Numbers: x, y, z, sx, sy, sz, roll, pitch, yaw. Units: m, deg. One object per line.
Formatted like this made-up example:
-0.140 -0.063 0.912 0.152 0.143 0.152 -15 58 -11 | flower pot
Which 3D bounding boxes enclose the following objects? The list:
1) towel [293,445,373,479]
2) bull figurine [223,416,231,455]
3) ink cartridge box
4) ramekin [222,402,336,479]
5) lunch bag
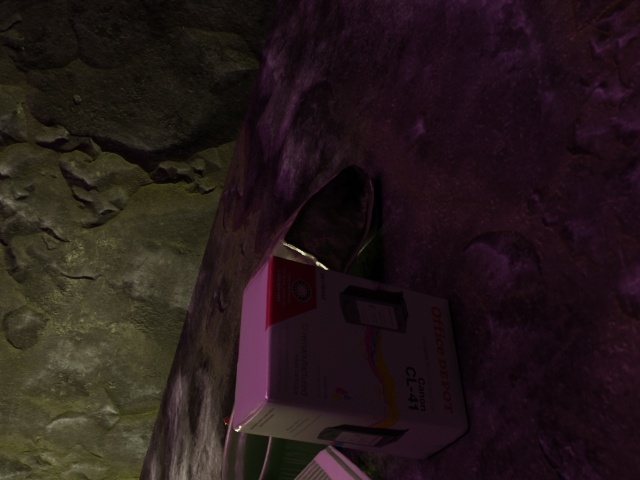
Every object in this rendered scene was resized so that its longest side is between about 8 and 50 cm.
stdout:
-0.037 0.490 1.080 0.325 0.038 0.248 -41 27 -18 | towel
-0.185 0.550 1.683 0.310 0.101 0.188 -172 91 -73 | bull figurine
0.041 0.173 0.994 0.131 0.306 0.226 127 149 -47 | ink cartridge box
-0.084 0.416 1.403 0.303 0.148 0.303 -164 90 -71 | ramekin
0.000 0.000 1.411 0.235 0.169 0.287 -50 7 50 | lunch bag
